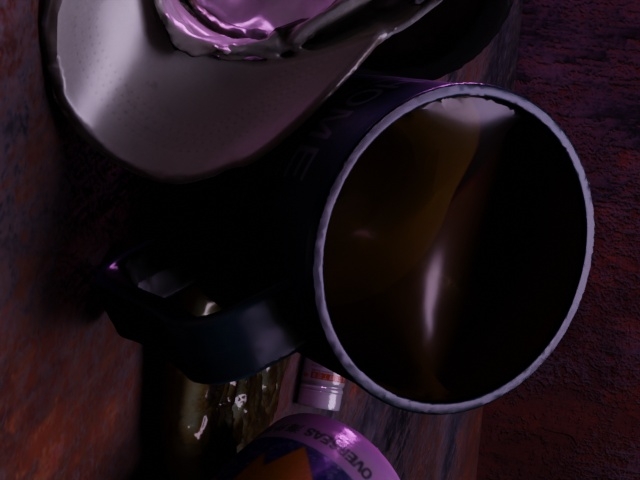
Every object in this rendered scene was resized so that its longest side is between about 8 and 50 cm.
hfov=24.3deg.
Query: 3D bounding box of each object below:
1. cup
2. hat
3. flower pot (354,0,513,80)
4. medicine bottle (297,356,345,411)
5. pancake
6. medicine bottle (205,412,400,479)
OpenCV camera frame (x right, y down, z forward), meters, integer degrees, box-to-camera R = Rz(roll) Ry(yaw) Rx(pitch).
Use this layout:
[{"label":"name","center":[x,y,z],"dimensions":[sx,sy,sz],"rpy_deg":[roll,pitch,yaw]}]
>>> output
[{"label":"cup","center":[0.014,0.008,1.179],"dimensions":[0.242,0.292,0.308],"rpy_deg":[40,81,-29]},{"label":"hat","center":[-0.076,-0.177,1.124],"dimensions":[0.301,0.258,0.168],"rpy_deg":[-55,-172,-16]},{"label":"flower pot","center":[0.060,-0.318,1.421],"dimensions":[0.267,0.266,0.266],"rpy_deg":[-80,170,-51]},{"label":"medicine bottle","center":[0.005,0.167,1.873],"dimensions":[0.057,0.057,0.089],"rpy_deg":[27,74,-75]},{"label":"pancake","center":[-0.090,0.087,1.439],"dimensions":[0.305,0.067,0.427],"rpy_deg":[-68,161,-47]},{"label":"medicine bottle","center":[-0.065,0.293,1.298],"dimensions":[0.291,0.178,0.178],"rpy_deg":[-35,135,-45]}]
